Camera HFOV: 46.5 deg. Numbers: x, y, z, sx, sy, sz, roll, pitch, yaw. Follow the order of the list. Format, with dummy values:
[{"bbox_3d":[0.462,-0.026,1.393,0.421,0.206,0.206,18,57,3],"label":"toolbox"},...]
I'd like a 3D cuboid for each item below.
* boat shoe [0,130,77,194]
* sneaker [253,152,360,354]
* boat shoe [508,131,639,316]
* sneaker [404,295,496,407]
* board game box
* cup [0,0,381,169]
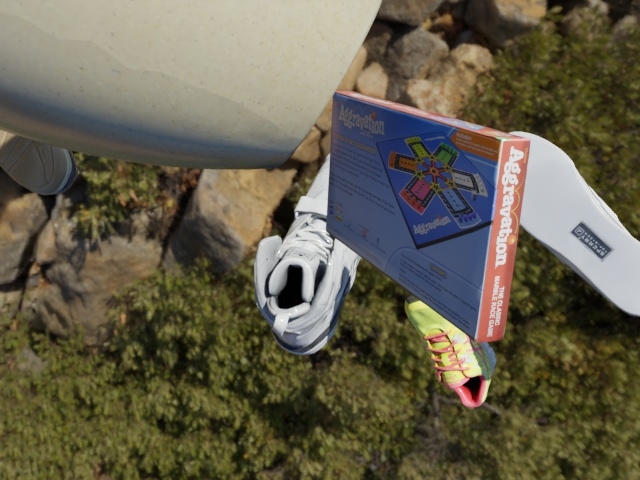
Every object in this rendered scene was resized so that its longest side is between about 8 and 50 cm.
[{"bbox_3d":[-0.407,-0.167,1.015,0.103,0.285,0.092,-53,157,13],"label":"boat shoe"},{"bbox_3d":[0.000,0.000,1.197,0.210,0.137,0.365,57,50,-75],"label":"sneaker"},{"bbox_3d":[0.289,-0.015,0.857,0.095,0.258,0.084,-38,163,9],"label":"boat shoe"},{"bbox_3d":[0.179,0.149,1.006,0.081,0.094,0.208,-19,127,34],"label":"sneaker"},{"bbox_3d":[0.071,-0.038,0.625,0.027,0.281,0.145,-5,109,-21],"label":"board game box"},{"bbox_3d":[-0.094,-0.184,0.570,0.237,0.331,0.331,30,113,-12],"label":"cup"}]
